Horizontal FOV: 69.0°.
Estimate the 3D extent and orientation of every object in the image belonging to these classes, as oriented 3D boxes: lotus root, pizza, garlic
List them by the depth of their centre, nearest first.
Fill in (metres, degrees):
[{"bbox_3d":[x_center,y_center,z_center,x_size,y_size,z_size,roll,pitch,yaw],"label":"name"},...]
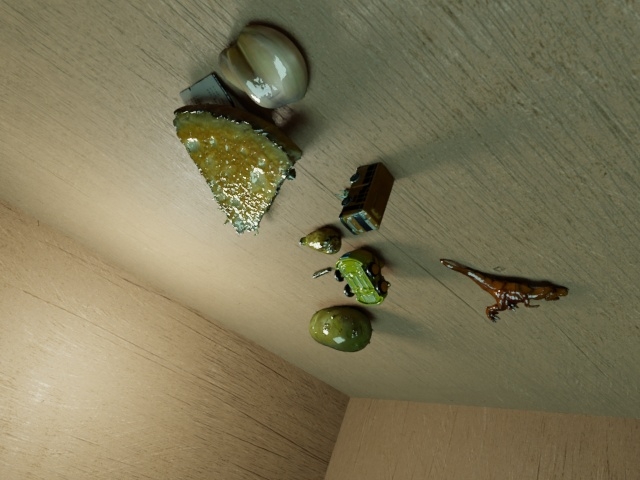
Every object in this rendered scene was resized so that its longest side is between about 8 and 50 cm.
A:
[{"bbox_3d":[-0.136,-0.418,1.170,0.228,0.110,0.217,37,145,-24],"label":"garlic"},{"bbox_3d":[-0.219,-0.241,1.364,0.392,0.080,0.435,-12,115,42],"label":"pizza"},{"bbox_3d":[0.000,0.000,1.811,0.191,0.094,0.108,6,125,44],"label":"lotus root"}]

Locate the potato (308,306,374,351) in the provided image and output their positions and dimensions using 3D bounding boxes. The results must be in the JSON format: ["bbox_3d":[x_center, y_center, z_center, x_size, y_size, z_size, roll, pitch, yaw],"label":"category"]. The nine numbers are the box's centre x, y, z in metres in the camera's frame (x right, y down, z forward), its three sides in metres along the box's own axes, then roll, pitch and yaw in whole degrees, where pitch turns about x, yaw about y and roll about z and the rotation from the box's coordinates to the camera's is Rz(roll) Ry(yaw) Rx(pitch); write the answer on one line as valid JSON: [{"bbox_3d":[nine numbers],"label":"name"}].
[{"bbox_3d":[0.081,0.450,2.383,0.359,0.219,0.270,-1,151,40],"label":"potato"}]

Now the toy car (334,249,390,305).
[{"bbox_3d":[0.179,0.134,1.851,0.200,0.142,0.248,-9,119,43],"label":"toy car"}]

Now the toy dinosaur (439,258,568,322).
[{"bbox_3d":[0.638,0.195,1.673,0.432,0.097,0.208,9,135,18],"label":"toy dinosaur"}]

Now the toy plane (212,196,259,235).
[{"bbox_3d":[-0.308,-0.101,1.838,0.256,0.104,0.242,-10,135,45],"label":"toy plane"}]

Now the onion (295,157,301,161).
[{"bbox_3d":[-0.127,-0.239,1.472,0.140,0.150,0.150,-8,155,-14],"label":"onion"}]

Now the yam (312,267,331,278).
[{"bbox_3d":[0.009,0.144,2.115,0.129,0.033,0.027,-28,97,50],"label":"yam"}]

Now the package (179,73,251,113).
[{"bbox_3d":[-0.300,-0.369,1.420,0.204,0.062,0.251,-9,134,43],"label":"package"}]

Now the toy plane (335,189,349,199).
[{"bbox_3d":[0.091,-0.145,1.550,0.080,0.033,0.083,9,156,23],"label":"toy plane"}]

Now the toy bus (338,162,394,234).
[{"bbox_3d":[0.140,-0.122,1.376,0.114,0.201,0.098,-10,138,42],"label":"toy bus"}]
